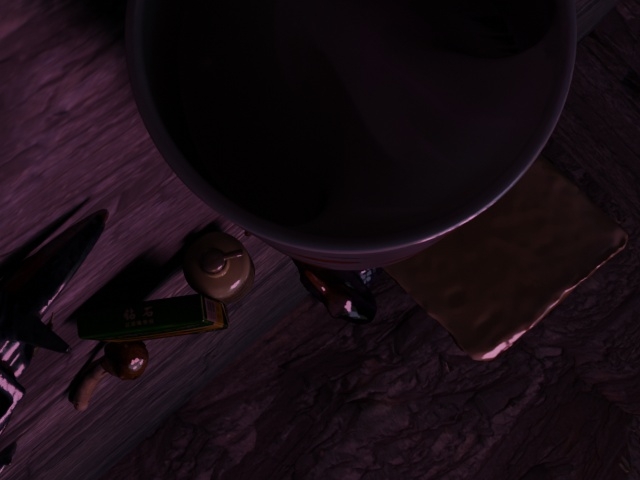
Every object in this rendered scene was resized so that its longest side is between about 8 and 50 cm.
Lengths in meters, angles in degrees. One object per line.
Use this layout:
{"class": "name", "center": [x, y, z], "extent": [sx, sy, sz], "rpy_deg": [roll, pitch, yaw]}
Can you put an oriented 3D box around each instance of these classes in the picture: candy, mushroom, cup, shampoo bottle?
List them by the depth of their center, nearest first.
{"class": "cup", "center": [0.016, -0.086, 0.646], "extent": [0.212, 0.212, 0.317], "rpy_deg": [-43, 176, -3]}
{"class": "candy", "center": [0.099, -0.051, 0.958], "extent": [0.179, 0.321, 0.135], "rpy_deg": [-46, 177, 2]}
{"class": "shampoo bottle", "center": [-0.121, 0.032, 1.237], "extent": [0.079, 0.079, 0.162], "rpy_deg": [-43, 174, -4]}
{"class": "mushroom", "center": [-0.277, 0.170, 1.349], "extent": [0.187, 0.060, 0.061], "rpy_deg": [-37, -165, 44]}

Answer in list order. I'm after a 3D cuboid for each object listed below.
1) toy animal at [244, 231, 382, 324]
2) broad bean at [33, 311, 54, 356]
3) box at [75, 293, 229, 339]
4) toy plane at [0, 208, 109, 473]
{"class": "toy animal", "center": [0.000, 0.000, 1.339], "extent": [0.122, 0.185, 0.298], "rpy_deg": [-49, -168, 11]}
{"class": "broad bean", "center": [-0.344, 0.168, 0.836], "extent": [0.318, 0.056, 0.098], "rpy_deg": [-45, 173, -28]}
{"class": "box", "center": [-0.179, 0.089, 1.167], "extent": [0.132, 0.034, 0.235], "rpy_deg": [-8, 173, 1]}
{"class": "toy plane", "center": [-0.252, 0.106, 0.741], "extent": [0.326, 0.104, 0.223], "rpy_deg": [-46, 147, -12]}
